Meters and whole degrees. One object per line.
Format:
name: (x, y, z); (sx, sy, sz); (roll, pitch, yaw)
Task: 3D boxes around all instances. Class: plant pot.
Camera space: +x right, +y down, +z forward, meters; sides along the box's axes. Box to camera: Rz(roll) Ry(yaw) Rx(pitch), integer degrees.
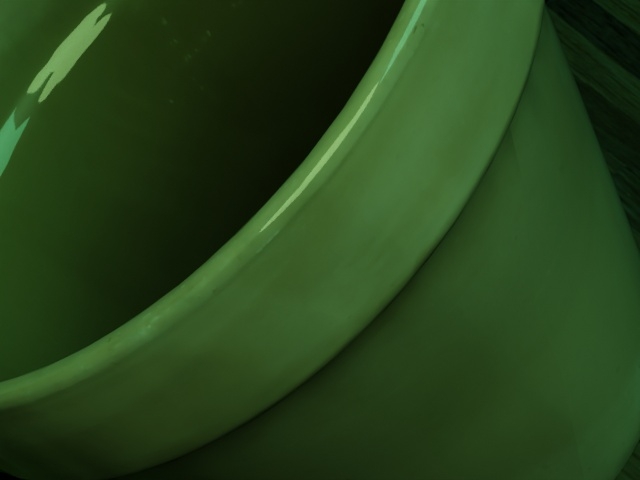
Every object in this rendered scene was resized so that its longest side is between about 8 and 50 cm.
plant pot: (0.000, 0.000, 0.683); (0.280, 0.323, 0.323); (43, 25, -37)

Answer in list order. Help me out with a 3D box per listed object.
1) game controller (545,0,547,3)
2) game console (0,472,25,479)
game controller: (0.038, -0.265, 1.216); (0.319, 0.067, 0.166); (33, 37, 6)
game console: (-0.268, 0.056, 0.655); (0.361, 0.044, 0.213); (8, 41, -26)
